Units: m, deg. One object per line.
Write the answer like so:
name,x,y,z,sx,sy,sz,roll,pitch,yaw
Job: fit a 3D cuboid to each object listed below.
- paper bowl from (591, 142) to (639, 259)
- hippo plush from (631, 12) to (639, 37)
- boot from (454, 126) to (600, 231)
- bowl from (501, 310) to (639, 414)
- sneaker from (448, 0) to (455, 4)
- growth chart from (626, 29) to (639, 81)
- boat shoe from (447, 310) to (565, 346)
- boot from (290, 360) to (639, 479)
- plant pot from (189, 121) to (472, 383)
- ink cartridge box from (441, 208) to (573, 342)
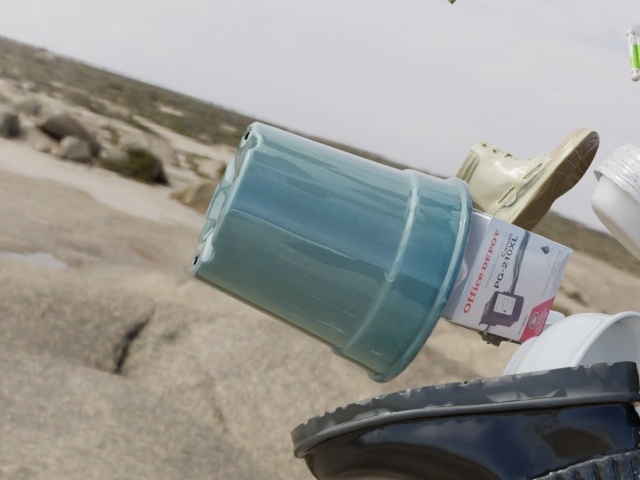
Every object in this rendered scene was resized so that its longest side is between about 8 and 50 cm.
paper bowl,0.692,-0.058,2.160,0.284,0.148,0.284,47,5,-5
hippo plush,0.738,-0.385,1.971,0.236,0.234,0.294,40,-41,-13
boot,0.400,-0.152,1.996,0.095,0.262,0.203,30,14,-48
bowl,0.342,0.222,1.426,0.134,0.298,0.298,22,7,41
sneaker,0.158,-0.381,1.199,0.086,0.192,0.064,24,-6,2
growth chart,0.673,-0.367,1.845,0.237,0.172,0.021,-12,-46,15
boat shoe,0.320,0.154,1.793,0.228,0.076,0.080,6,22,20
boot,0.142,0.258,0.899,0.348,0.260,0.131,-12,-16,22
plant pot,0.000,0.000,1.539,0.334,0.341,0.341,22,2,-11
ink cartridge box,0.270,0.055,1.597,0.237,0.172,0.100,18,3,-43
